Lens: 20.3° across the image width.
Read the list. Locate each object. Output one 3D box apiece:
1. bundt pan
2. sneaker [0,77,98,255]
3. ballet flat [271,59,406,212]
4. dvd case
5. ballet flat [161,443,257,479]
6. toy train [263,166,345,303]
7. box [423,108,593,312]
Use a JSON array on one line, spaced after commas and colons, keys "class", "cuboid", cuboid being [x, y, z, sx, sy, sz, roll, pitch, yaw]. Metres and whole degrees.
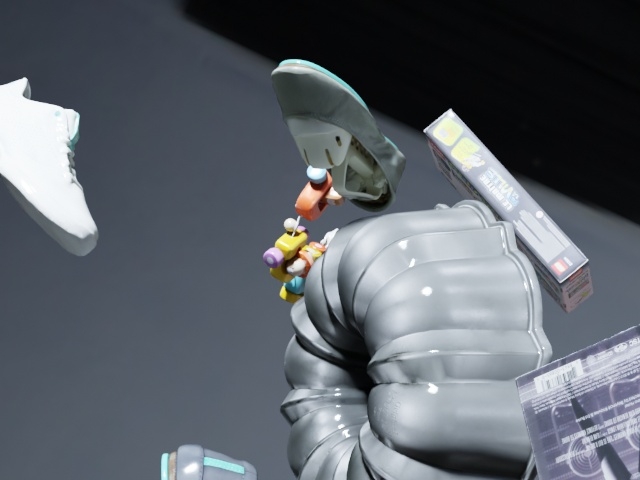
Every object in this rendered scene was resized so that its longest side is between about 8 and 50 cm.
[{"class": "bundt pan", "cuboid": [0.060, 0.124, 1.504, 0.331, 0.124, 0.331, -176, 90, -68]}, {"class": "sneaker", "cuboid": [-0.251, -0.078, 1.639, 0.094, 0.212, 0.080, -36, -31, -12]}, {"class": "ballet flat", "cuboid": [0.017, -0.081, 1.527, 0.213, 0.072, 0.068, 41, -123, -57]}, {"class": "dvd case", "cuboid": [0.228, 0.171, 1.239, 0.164, 0.018, 0.221, -28, 61, 33]}, {"class": "ballet flat", "cuboid": [-0.064, 0.198, 1.111, 0.203, 0.074, 0.074, 95, -171, -48]}, {"class": "toy train", "cuboid": [0.000, 0.000, 1.776, 0.125, 0.046, 0.166, -53, -22, -20]}, {"class": "box", "cuboid": [0.185, -0.027, 1.752, 0.036, 0.207, 0.114, -39, -20, -3]}]
